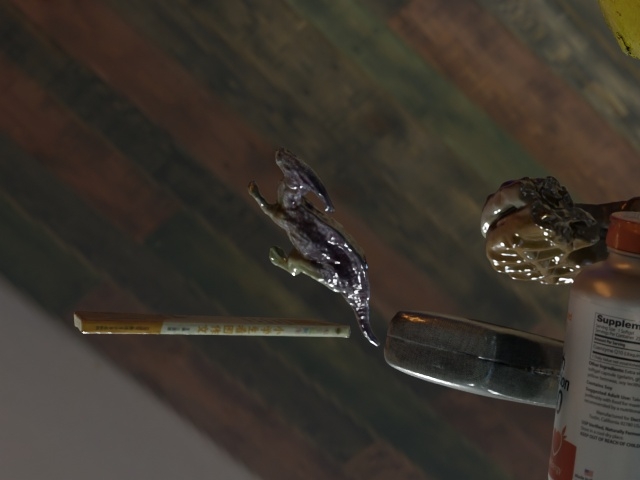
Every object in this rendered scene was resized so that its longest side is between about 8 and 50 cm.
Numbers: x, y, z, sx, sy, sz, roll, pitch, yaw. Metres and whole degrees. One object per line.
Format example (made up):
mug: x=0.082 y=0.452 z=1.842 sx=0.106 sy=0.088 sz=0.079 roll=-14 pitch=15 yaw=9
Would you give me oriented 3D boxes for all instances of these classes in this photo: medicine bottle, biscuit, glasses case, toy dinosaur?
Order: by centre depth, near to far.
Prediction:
medicine bottle: x=0.318 y=0.120 z=1.753 sx=0.157 sy=0.157 sz=0.288 roll=-7 pitch=-75 yaw=-55
glasses case: x=0.200 y=0.130 z=1.868 sx=0.323 sy=0.131 sz=0.074 roll=16 pitch=-92 yaw=-55
toy dinosaur: x=-0.006 y=0.004 z=2.279 sx=0.077 sy=0.162 sz=0.294 roll=-47 pitch=-59 yaw=-17
biscuit: x=0.395 y=-0.015 z=2.500 sx=0.366 sy=0.268 sz=0.115 roll=2 pitch=-107 yaw=-17

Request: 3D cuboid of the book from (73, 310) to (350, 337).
book: x=-0.129 y=0.096 z=2.012 sx=0.296 sy=0.208 sz=0.020 roll=2 pitch=-91 yaw=-10

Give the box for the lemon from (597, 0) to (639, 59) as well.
lemon: x=0.313 y=-0.223 z=1.456 sx=0.173 sy=0.173 sz=0.206 roll=2 pitch=-117 yaw=-51
